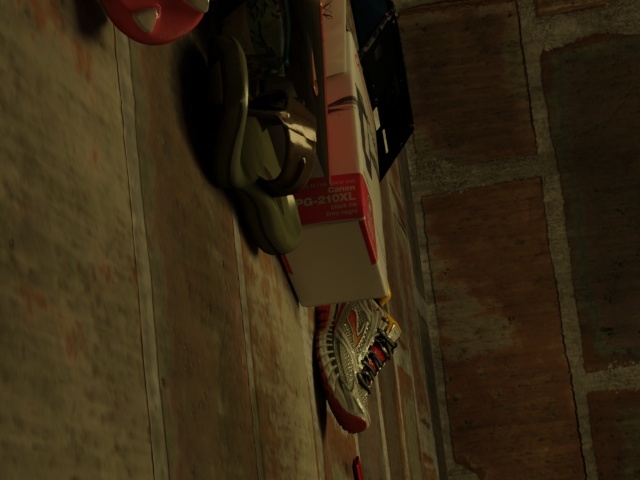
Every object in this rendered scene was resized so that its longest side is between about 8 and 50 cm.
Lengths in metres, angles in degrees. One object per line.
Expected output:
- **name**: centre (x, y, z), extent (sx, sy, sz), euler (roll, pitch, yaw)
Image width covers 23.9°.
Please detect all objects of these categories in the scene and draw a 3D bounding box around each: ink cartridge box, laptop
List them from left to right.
- **ink cartridge box**: centre (-0.008, -0.237, 1.416), extent (0.296, 0.066, 0.261), euler (87, -16, -61)
- **ink cartridge box**: centre (0.006, -0.075, 1.594), extent (0.172, 0.100, 0.237), euler (71, 14, -59)
- **laptop**: centre (0.056, -0.245, 2.267), extent (0.264, 0.136, 0.234), euler (-57, 147, -37)

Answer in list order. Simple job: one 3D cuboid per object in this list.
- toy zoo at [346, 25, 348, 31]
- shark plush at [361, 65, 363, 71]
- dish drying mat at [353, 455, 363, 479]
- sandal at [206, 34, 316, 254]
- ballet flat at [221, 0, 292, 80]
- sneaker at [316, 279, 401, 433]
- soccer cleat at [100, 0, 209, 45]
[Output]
- **toy zoo**: centre (0.009, -0.353, 2.190), extent (0.192, 0.030, 0.293), euler (-81, 162, -66)
- **shark plush**: centre (-0.010, -0.200, 1.918), extent (0.067, 0.073, 0.161), euler (57, 39, -23)
- **dish drying mat**: centre (0.051, 0.313, 1.881), extent (0.032, 0.008, 0.083), euler (-71, 151, -76)
- **sandal**: centre (-0.041, -0.084, 1.300), extent (0.303, 0.086, 0.120), euler (65, 19, -66)
- **ballet flat**: centre (-0.057, -0.178, 1.337), extent (0.188, 0.070, 0.070), euler (91, -8, -81)
- **sneaker**: centre (0.044, 0.117, 1.710), extent (0.088, 0.092, 0.225), euler (74, 12, -47)
- **soccer cleat**: centre (-0.129, -0.237, 0.907), extent (0.095, 0.083, 0.248), euler (24, -47, 64)
